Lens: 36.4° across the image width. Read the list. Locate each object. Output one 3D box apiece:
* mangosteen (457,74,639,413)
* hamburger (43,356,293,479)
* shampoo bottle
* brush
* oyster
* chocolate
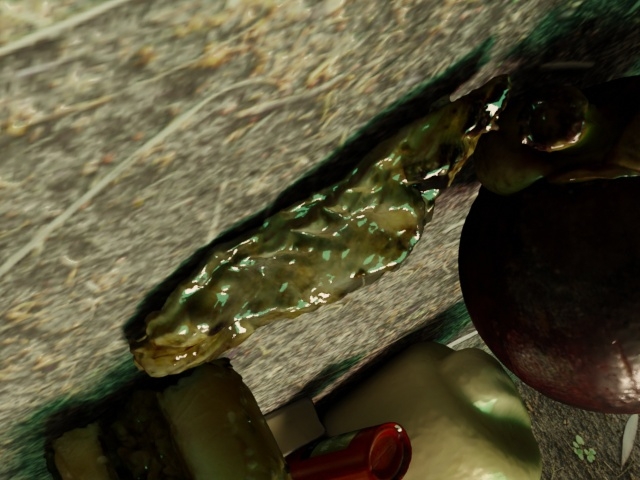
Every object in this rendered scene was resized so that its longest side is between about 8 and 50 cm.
[{"bbox_3d":[0.247,-0.009,0.814,0.297,0.293,0.297,-53,-175,7],"label":"mangosteen"},{"bbox_3d":[-0.120,0.275,0.876,0.195,0.277,0.318,-20,165,-16],"label":"hamburger"},{"bbox_3d":[-0.027,0.320,1.328,0.314,0.076,0.118,-22,-173,34],"label":"shampoo bottle"},{"bbox_3d":[-0.120,0.278,1.230,0.321,0.060,0.050,-17,166,-46],"label":"brush"},{"bbox_3d":[0.001,0.001,0.695,0.345,0.079,0.128,-36,155,14],"label":"oyster"},{"bbox_3d":[0.186,0.310,1.474,0.297,0.314,0.326,-40,161,7],"label":"chocolate"}]
